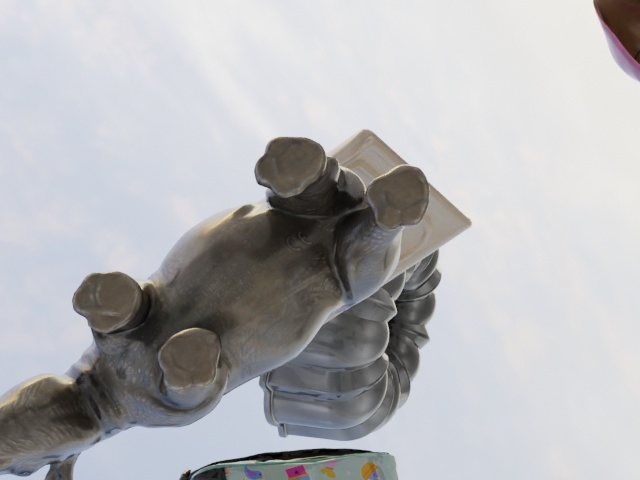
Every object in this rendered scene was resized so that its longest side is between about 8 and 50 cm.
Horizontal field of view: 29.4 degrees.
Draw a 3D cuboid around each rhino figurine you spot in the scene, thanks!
[{"bbox_3d":[-0.064,0.042,0.521,0.073,0.243,0.106,54,175,9],"label":"rhino figurine"}]

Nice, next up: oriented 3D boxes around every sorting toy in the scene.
[{"bbox_3d":[0.000,0.000,0.956,0.208,0.193,0.038,32,-152,-56],"label":"sorting toy"}]

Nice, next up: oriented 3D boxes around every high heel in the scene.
[{"bbox_3d":[0.363,-0.204,1.255,0.181,0.127,0.377,39,-175,1],"label":"high heel"}]

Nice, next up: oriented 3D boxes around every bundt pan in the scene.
[{"bbox_3d":[0.053,0.085,1.433,0.331,0.124,0.331,12,-90,-71],"label":"bundt pan"}]

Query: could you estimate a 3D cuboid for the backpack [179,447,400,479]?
[{"bbox_3d":[-0.014,0.249,1.013,0.188,0.166,0.144,-11,-120,-17],"label":"backpack"}]
